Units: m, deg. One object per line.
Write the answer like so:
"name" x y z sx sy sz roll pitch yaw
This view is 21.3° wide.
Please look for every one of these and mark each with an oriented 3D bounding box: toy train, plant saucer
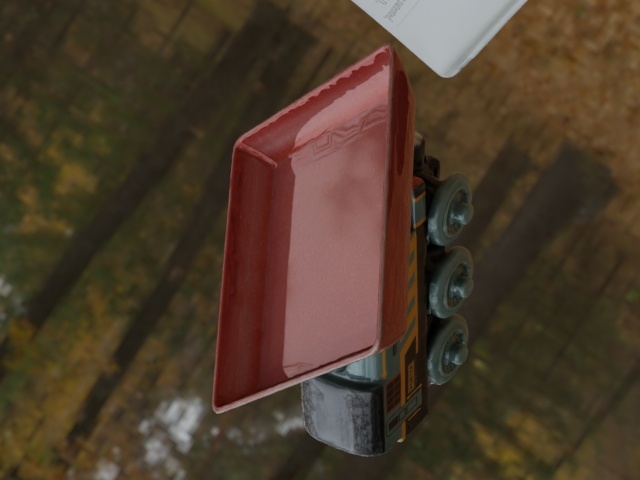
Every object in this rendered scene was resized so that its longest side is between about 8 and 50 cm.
"toy train" 0.060 0.056 1.712 0.142 0.333 0.190 19 -141 28
"plant saucer" 0.000 0.000 1.407 0.048 0.258 0.259 15 157 -28

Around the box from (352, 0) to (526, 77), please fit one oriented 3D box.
"box" 0.085 -0.193 0.712 0.119 0.181 0.182 39 160 -3
